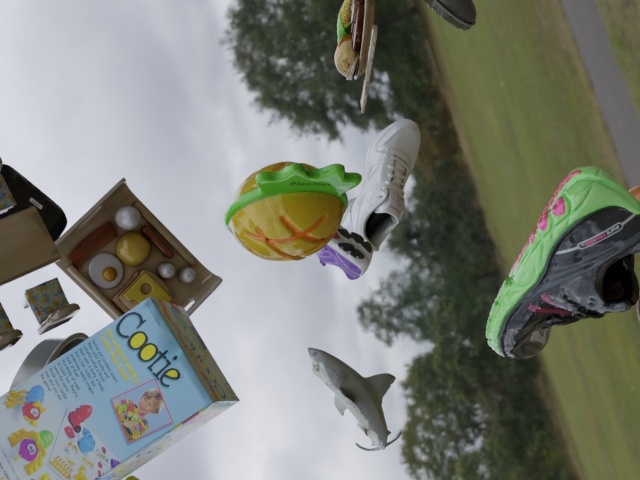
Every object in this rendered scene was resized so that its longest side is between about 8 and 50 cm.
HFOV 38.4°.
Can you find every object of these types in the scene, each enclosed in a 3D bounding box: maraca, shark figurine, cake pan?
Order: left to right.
[{"bbox_3d":[-0.457,0.293,1.537,0.293,0.054,0.293,11,-90,-83],"label":"cake pan"},{"bbox_3d":[-0.030,-0.036,0.931,0.186,0.127,0.099,131,131,-62],"label":"maraca"},{"bbox_3d":[0.099,0.301,1.685,0.278,0.116,0.166,57,163,-25],"label":"shark figurine"}]

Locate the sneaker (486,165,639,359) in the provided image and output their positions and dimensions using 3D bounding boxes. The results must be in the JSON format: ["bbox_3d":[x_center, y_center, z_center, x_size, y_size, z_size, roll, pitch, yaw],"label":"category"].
[{"bbox_3d":[0.417,0.085,1.544,0.185,0.202,0.483,-53,-14,-31],"label":"sneaker"}]

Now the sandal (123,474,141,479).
[{"bbox_3d":[-0.284,0.526,1.662,0.317,0.138,0.126,93,-172,-62],"label":"sandal"}]

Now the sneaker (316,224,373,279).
[{"bbox_3d":[0.000,0.000,1.391,0.170,0.071,0.068,41,-138,20],"label":"sneaker"}]

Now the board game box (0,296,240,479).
[{"bbox_3d":[-0.257,0.205,1.074,0.144,0.275,0.142,57,-179,12],"label":"board game box"}]

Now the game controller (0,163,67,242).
[{"bbox_3d":[-0.630,-0.040,1.888,0.167,0.067,0.319,-63,-16,-13],"label":"game controller"}]

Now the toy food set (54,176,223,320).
[{"bbox_3d":[-0.378,0.053,1.895,0.306,0.220,0.092,48,161,-15],"label":"toy food set"}]

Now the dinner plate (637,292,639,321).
[{"bbox_3d":[0.612,0.121,1.587,0.017,0.141,0.141,123,132,-74],"label":"dinner plate"}]

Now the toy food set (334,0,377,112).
[{"bbox_3d":[0.042,-0.264,1.168,0.192,0.038,0.133,-91,6,-50],"label":"toy food set"}]

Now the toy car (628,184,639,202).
[{"bbox_3d":[0.656,-0.046,1.711,0.237,0.210,0.219,26,-121,-17],"label":"toy car"}]

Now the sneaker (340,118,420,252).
[{"bbox_3d":[0.144,-0.104,1.893,0.114,0.305,0.152,28,175,-32],"label":"sneaker"}]

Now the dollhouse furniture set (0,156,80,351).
[{"bbox_3d":[-0.420,0.030,1.051,0.212,0.242,0.161,62,149,3],"label":"dollhouse furniture set"}]

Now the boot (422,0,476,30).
[{"bbox_3d":[0.224,-0.408,1.281,0.189,0.208,0.076,21,-145,-46],"label":"boot"}]
